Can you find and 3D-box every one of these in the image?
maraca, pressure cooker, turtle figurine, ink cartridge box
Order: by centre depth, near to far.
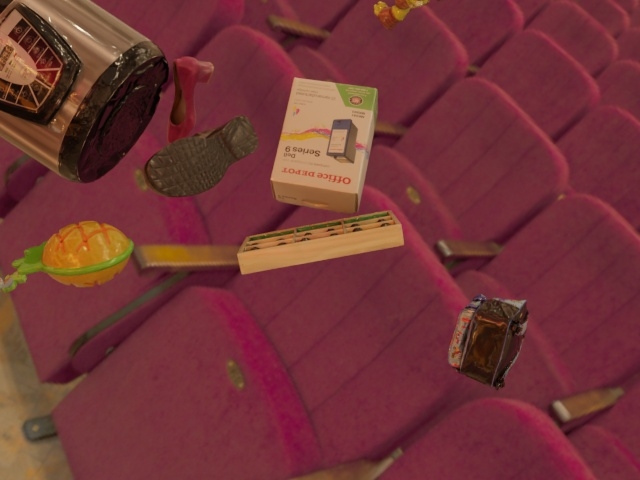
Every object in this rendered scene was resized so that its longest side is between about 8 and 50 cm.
[{"bbox_3d":[-0.382,0.022,1.161,0.186,0.099,0.127,-4,22,8],"label":"maraca"},{"bbox_3d":[0.010,-0.168,1.322,0.154,0.093,0.212,10,71,7],"label":"ink cartridge box"},{"bbox_3d":[0.202,-0.480,1.352,0.087,0.217,0.269,33,62,-19],"label":"turtle figurine"},{"bbox_3d":[-0.598,-0.368,1.642,0.420,0.375,0.370,34,50,1],"label":"pressure cooker"}]

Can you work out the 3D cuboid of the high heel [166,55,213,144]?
[{"bbox_3d":[-0.356,-0.343,1.852,0.117,0.244,0.082,-6,49,-50],"label":"high heel"}]

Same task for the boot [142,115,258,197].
[{"bbox_3d":[-0.300,-0.152,1.600,0.338,0.223,0.118,-34,105,-52],"label":"boot"}]

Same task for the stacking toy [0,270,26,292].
[{"bbox_3d":[-0.620,0.113,1.339,0.052,0.167,0.221,27,65,12],"label":"stacking toy"}]

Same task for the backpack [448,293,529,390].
[{"bbox_3d":[0.332,0.178,1.440,0.117,0.158,0.173,19,23,23],"label":"backpack"}]

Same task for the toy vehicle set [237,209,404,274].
[{"bbox_3d":[0.000,0.000,1.266,0.166,0.267,0.035,-99,178,-80],"label":"toy vehicle set"}]
